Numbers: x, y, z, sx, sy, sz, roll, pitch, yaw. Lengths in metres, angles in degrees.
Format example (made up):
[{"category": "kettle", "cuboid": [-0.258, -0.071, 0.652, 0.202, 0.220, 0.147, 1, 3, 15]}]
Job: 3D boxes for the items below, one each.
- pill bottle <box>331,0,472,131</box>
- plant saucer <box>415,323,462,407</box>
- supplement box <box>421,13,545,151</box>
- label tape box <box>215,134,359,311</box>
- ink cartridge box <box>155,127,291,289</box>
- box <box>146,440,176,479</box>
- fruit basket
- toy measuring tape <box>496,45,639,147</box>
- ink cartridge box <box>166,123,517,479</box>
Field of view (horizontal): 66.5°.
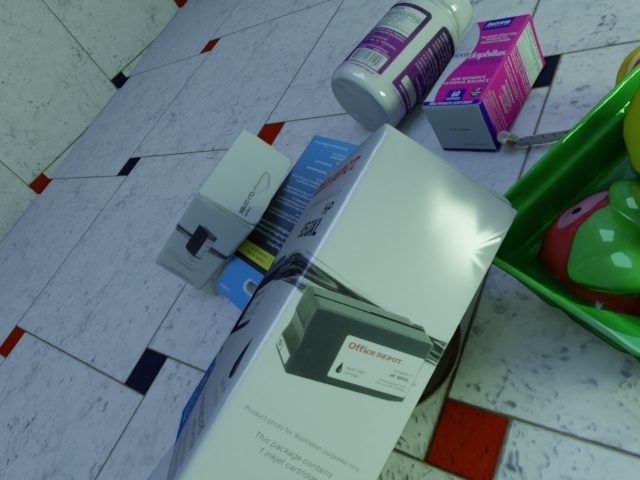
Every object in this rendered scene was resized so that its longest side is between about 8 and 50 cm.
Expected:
[{"category": "pill bottle", "cuboid": [0.174, -0.385, 1.009, 0.301, 0.169, 0.169, -49, 40, -9]}, {"category": "plant saucer", "cuboid": [0.107, 0.152, 0.690, 0.199, 0.036, 0.198, -21, 44, 22]}, {"category": "supplement box", "cuboid": [0.292, -0.276, 0.863, 0.111, 0.114, 0.220, 13, 62, 45]}, {"category": "label tape box", "cuboid": [0.000, 0.000, 0.850, 0.249, 0.115, 0.347, 27, 83, 48]}, {"category": "ink cartridge box", "cuboid": [-0.191, -0.054, 0.946, 0.273, 0.114, 0.197, -41, 20, 47]}, {"category": "box", "cuboid": [-0.214, 0.429, 0.587, 0.322, 0.058, 0.232, -54, 33, -14]}, {"category": "fruit basket", "cuboid": [0.344, -0.077, 0.450, 0.392, 0.392, 0.283, -44, 40, -2]}, {"category": "toy measuring tape", "cuboid": [0.421, -0.214, 0.702, 0.330, 0.121, 0.121, -3, 54, 43]}, {"category": "ink cartridge box", "cuboid": [0.004, 0.100, 0.566, 0.394, 0.166, 0.285, -59, 9, -9]}]
